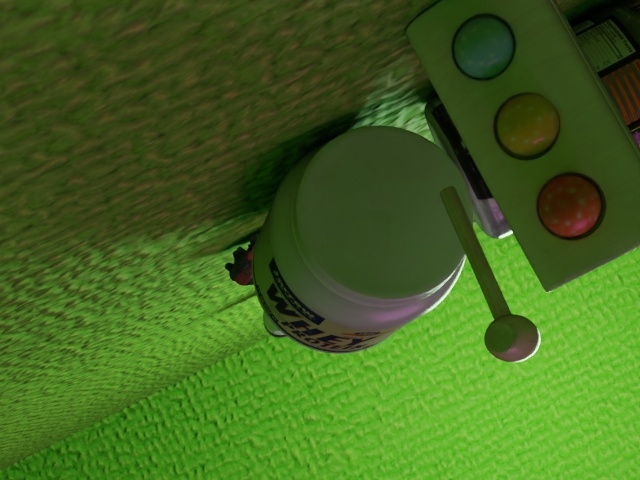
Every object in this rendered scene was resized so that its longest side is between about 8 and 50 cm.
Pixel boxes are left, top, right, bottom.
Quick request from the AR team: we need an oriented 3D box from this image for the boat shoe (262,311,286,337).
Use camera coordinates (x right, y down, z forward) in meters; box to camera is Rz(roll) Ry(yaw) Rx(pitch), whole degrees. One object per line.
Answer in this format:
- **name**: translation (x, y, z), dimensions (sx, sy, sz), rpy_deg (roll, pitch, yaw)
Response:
- **boat shoe**: translation (0.000, 0.099, 2.142), dimensions (0.302, 0.113, 0.103), rpy_deg (-37, 171, -4)

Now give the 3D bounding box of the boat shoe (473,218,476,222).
- **boat shoe**: translation (0.368, -0.107, 2.009), dimensions (0.095, 0.095, 0.257), rpy_deg (-23, 171, -25)

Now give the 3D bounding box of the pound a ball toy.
- **pound a ball toy**: translation (0.175, -0.063, 0.902), dimensions (0.208, 0.319, 0.135), rpy_deg (-30, 171, 24)

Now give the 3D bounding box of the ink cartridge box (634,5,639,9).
- **ink cartridge box**: translation (0.482, -0.158, 1.314), dimensions (0.226, 0.306, 0.131), rpy_deg (-32, 171, 32)

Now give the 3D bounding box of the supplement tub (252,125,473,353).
- **supplement tub**: translation (0.045, 0.006, 1.225), dimensions (0.235, 0.235, 0.325), rpy_deg (-25, 171, -14)

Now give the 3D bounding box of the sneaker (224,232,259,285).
- **sneaker**: translation (-0.004, 0.020, 1.510), dimensions (0.276, 0.135, 0.097), rpy_deg (-24, 173, -9)

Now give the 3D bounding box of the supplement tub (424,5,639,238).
- **supplement tub**: translation (0.301, -0.151, 1.186), dimensions (0.316, 0.194, 0.193), rpy_deg (-26, 172, 5)
